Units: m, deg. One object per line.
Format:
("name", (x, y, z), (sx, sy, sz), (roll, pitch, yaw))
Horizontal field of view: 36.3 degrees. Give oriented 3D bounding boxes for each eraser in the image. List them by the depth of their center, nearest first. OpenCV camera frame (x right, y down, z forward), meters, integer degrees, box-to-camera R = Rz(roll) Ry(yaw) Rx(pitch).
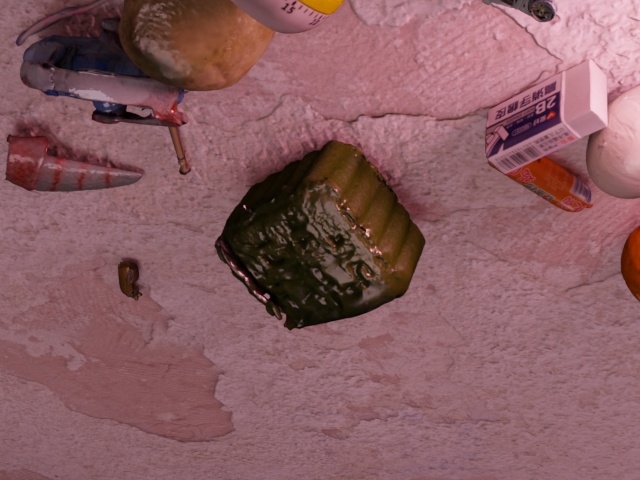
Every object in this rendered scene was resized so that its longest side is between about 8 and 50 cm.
("eraser", (0.384, -0.209, 1.665), (0.068, 0.125, 0.210), (36, 138, -29))

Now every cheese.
("cheese", (0.533, -0.166, 1.643), (0.154, 0.189, 0.198), (31, 146, 14))

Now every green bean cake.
("green bean cake", (0.000, 0.000, 1.946), (0.319, 0.218, 0.335), (-28, 115, 38))

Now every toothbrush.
("toothbrush", (-0.458, -0.398, 1.740), (0.269, 0.021, 0.027), (-16, 123, 33))

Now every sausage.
("sausage", (0.423, -0.115, 1.829), (0.234, 0.071, 0.071), (28, 142, -21))

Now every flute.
("flute", (-0.291, -0.214, 1.942), (0.027, 0.027, 0.233), (5, 144, 9))

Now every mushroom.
("mushroom", (-0.200, -0.377, 1.557), (0.292, 0.212, 0.217), (36, 143, -18))

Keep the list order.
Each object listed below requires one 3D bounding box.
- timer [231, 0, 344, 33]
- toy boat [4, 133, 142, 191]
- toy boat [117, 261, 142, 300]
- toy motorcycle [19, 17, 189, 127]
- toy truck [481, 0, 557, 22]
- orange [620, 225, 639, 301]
("timer", (-0.031, -0.456, 1.359), (0.285, 0.285, 0.285), (8, 145, 6))
("toy boat", (-0.524, -0.146, 2.077), (0.282, 0.096, 0.206), (7, 153, -15))
("toy boat", (-0.467, 0.102, 2.410), (0.048, 0.047, 0.149), (9, 144, 4))
("toy motorcycle", (-0.375, -0.307, 1.700), (0.319, 0.182, 0.241), (10, 172, 3))
("toy truck", (0.311, -0.429, 1.405), (0.140, 0.108, 0.257), (25, 148, 5))
("orange", (0.702, 0.046, 1.874), (0.240, 0.171, 0.240), (17, 131, 20))
